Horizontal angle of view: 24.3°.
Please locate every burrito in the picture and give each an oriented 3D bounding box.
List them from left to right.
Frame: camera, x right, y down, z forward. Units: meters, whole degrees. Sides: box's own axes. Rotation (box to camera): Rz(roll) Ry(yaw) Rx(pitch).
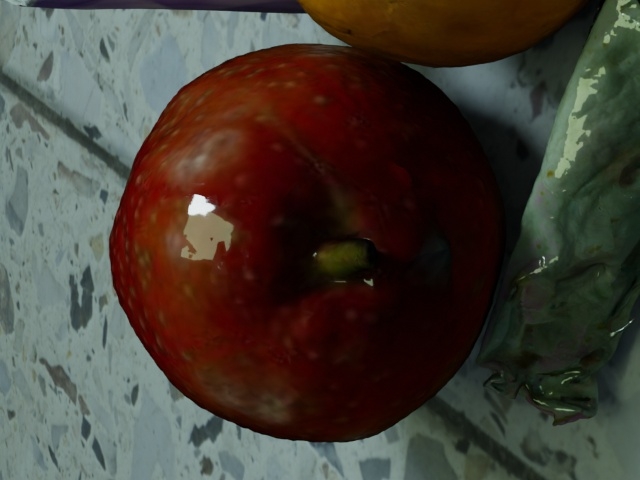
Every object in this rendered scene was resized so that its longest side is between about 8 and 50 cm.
[{"bbox_3d":[0.179,-0.022,0.947,0.066,0.096,0.309,-68,-7,-65],"label":"burrito"}]

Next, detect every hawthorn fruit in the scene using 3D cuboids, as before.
[{"bbox_3d":[0.000,0.000,1.007,0.369,0.284,0.285,-170,76,-85],"label":"hawthorn fruit"}]

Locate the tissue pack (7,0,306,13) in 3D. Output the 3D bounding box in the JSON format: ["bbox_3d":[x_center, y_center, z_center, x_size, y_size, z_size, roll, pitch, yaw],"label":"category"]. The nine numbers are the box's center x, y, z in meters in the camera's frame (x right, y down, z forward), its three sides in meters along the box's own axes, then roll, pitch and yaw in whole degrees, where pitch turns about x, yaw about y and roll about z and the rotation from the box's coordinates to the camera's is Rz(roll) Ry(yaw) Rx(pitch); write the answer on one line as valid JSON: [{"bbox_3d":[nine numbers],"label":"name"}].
[{"bbox_3d":[-0.087,-0.290,1.097,0.160,0.338,0.242,21,110,56],"label":"tissue pack"}]

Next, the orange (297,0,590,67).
[{"bbox_3d":[0.078,-0.251,0.942,0.284,0.226,0.284,26,120,58],"label":"orange"}]
